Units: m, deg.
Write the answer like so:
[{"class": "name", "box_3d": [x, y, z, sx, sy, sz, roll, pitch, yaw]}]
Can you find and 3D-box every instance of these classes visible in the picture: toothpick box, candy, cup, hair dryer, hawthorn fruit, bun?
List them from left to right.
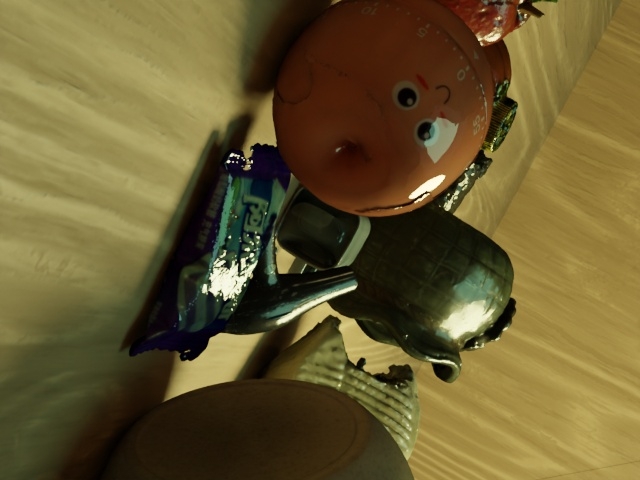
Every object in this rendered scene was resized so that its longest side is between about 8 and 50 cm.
[{"class": "candy", "box_3d": [-0.114, 0.019, 1.456, 0.275, 0.070, 0.145, -62, 158, 14]}, {"class": "toothpick box", "box_3d": [-0.066, 0.414, 1.579, 0.409, 0.409, 0.425, -40, 130, -57]}, {"class": "hair dryer", "box_3d": [-0.043, 0.005, 1.626, 0.195, 0.075, 0.219, -17, 125, -27]}, {"class": "cup", "box_3d": [0.000, 0.000, 1.775, 0.128, 0.095, 0.129, -61, 168, 3]}, {"class": "bun", "box_3d": [0.007, 0.274, 2.066, 0.281, 0.281, 0.205, -55, -163, -25]}, {"class": "hawthorn fruit", "box_3d": [0.160, -0.299, 1.594, 0.173, 0.179, 0.173, -165, -90, -75]}]

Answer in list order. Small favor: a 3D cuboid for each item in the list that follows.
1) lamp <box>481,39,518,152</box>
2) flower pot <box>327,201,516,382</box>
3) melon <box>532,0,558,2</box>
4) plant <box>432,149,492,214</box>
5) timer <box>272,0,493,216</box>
[{"class": "lamp", "box_3d": [0.153, -0.187, 1.737, 0.223, 0.196, 0.223, -54, 163, -25]}, {"class": "flower pot", "box_3d": [0.147, 0.064, 2.036, 0.213, 0.302, 0.302, -58, 167, -4]}, {"class": "melon", "box_3d": [0.344, -0.476, 1.851, 0.343, 0.226, 0.331, -38, 167, -31]}, {"class": "plant", "box_3d": [0.205, -0.141, 2.169, 0.203, 0.131, 0.142, -54, 167, 10]}, {"class": "timer", "box_3d": [0.066, -0.145, 1.426, 0.215, 0.229, 0.229, -53, 165, -39]}]
